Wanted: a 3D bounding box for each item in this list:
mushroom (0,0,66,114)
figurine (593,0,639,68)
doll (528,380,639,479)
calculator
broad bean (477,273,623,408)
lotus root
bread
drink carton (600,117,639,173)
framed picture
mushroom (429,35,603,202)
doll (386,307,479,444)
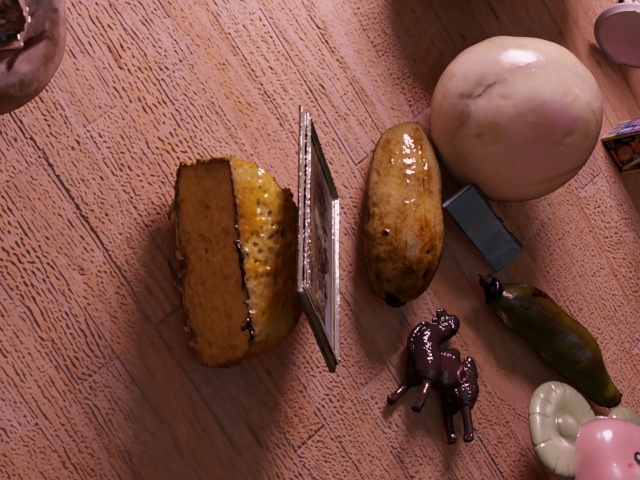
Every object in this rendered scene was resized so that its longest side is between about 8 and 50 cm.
[{"bbox_3d":[-0.391,-0.251,1.589,0.227,0.178,0.226,4,80,-22],"label":"mushroom"},{"bbox_3d":[0.503,-0.359,2.198,0.132,0.132,0.153,41,52,-22],"label":"figurine"},{"bbox_3d":[0.390,0.349,2.026,0.284,0.216,0.268,25,51,-35],"label":"doll"},{"bbox_3d":[0.231,-0.018,1.998,0.057,0.018,0.172,-40,133,5],"label":"calculator"},{"bbox_3d":[0.340,0.138,2.067,0.339,0.061,0.077,40,74,-21],"label":"broad bean"},{"bbox_3d":[0.111,-0.037,1.927,0.110,0.097,0.258,7,78,-28],"label":"lotus root"},{"bbox_3d":[-0.090,0.023,1.762,0.147,0.160,0.260,-3,81,-38],"label":"bread"},{"bbox_3d":[0.507,-0.150,2.138,0.056,0.166,0.071,-44,107,-27],"label":"drink carton"},{"bbox_3d":[0.000,0.000,1.767,0.217,0.017,0.274,69,18,-58],"label":"framed picture"},{"bbox_3d":[0.270,-0.177,1.988,0.246,0.202,0.246,-2,121,-3],"label":"mushroom"},{"bbox_3d":[0.168,0.181,1.963,0.139,0.057,0.165,31,65,-22],"label":"doll"}]
